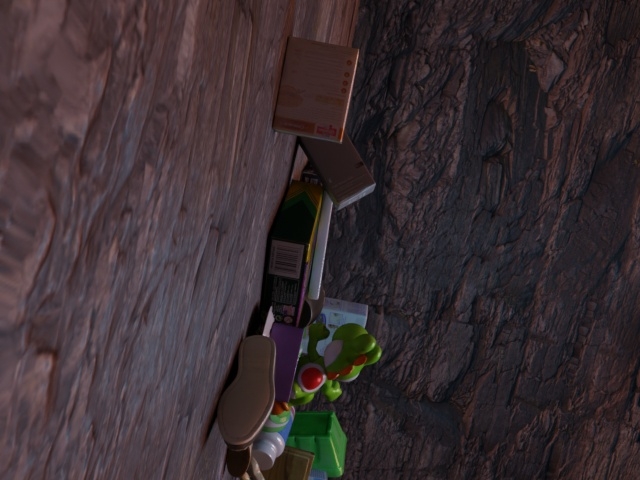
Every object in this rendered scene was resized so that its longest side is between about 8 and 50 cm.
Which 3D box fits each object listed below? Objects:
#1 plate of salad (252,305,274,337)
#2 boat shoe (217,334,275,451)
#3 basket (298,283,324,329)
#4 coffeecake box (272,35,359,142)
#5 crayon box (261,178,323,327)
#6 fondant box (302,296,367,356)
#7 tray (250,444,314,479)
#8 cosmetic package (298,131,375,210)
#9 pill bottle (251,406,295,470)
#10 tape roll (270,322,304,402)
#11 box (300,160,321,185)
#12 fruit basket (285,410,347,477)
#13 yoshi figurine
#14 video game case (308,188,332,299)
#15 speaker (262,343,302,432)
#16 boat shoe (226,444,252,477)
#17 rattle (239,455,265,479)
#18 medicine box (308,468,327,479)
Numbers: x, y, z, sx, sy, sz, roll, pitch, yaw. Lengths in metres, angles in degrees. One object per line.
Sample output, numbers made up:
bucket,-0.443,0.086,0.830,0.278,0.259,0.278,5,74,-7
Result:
plate of salad,-0.153,0.259,1.528,0.200,0.048,0.200,12,90,-89
boat shoe,-0.146,0.327,1.285,0.305,0.109,0.091,-83,177,-60
basket,-0.076,0.225,2.103,0.227,0.154,0.205,-35,140,-82
coffeecake box,-0.009,-0.301,1.237,0.068,0.142,0.186,-53,154,-84
crayon box,-0.080,0.064,1.701,0.313,0.106,0.363,-79,179,-57
fondant box,0.011,0.351,2.489,0.096,0.330,0.238,-78,178,-62
tray,-0.169,0.932,2.145,0.076,0.202,0.411,92,12,-78
cosmetic package,0.045,-0.220,1.733,0.238,0.127,0.107,59,-4,6
pill bottle,-0.165,0.618,1.965,0.221,0.124,0.124,-69,170,-59
tape roll,-0.098,0.307,1.541,0.189,0.080,0.189,13,90,-89
box,-0.030,-0.160,2.218,0.307,0.076,0.243,-73,173,-69
fruit basket,-0.078,0.907,2.502,0.283,0.391,0.392,-74,175,-66
yoshi figurine,0.004,0.342,1.718,0.203,0.362,0.203,46,24,-51
video game case,0.000,0.000,1.957,0.300,0.036,0.329,-97,-164,-84
speaker,-0.134,0.427,1.862,0.131,0.131,0.297,-70,171,-75
boat shoe,-0.194,0.504,1.524,0.059,0.063,0.170,-41,142,-77
rattle,-0.236,0.681,1.756,0.130,0.142,0.200,38,-40,57
medicine box,-0.140,0.972,2.257,0.149,0.289,0.264,101,1,-81
